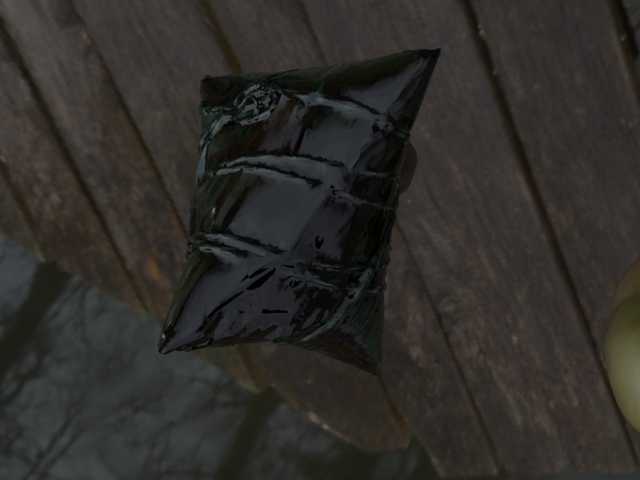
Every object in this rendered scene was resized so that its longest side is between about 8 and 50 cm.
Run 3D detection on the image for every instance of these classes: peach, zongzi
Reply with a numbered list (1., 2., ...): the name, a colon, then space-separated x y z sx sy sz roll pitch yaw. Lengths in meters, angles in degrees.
1. peach: 0.485 0.139 1.339 0.247 0.292 0.292 1 130 -6
2. zongzi: 0.000 0.000 1.209 0.319 0.384 0.362 4 161 38

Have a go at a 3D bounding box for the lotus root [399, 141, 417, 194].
1. lotus root: 0.068 -0.103 1.505 0.123 0.241 0.124 38 115 5
